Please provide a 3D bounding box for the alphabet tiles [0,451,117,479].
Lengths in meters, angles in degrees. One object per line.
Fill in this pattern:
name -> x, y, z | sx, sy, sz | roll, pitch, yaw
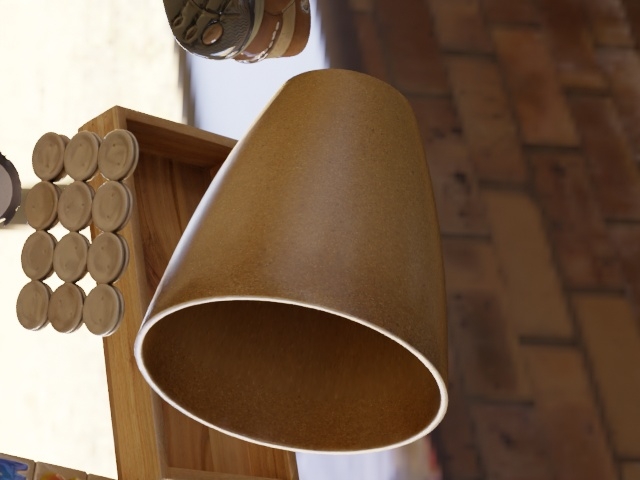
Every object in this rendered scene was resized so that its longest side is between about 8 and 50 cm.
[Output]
alphabet tiles -> -0.308, 0.339, 1.914 | 0.011, 0.342, 0.285 | 118, 162, -44

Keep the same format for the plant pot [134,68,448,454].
plant pot -> 0.000, 0.000, 1.464 | 0.237, 0.237, 0.254 | 115, 169, -58

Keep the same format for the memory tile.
memory tile -> -0.174, -0.006, 1.344 | 0.113, 0.012, 0.148 | 0, 82, 41

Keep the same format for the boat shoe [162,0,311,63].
boat shoe -> -0.089, -0.290, 1.662 | 0.122, 0.120, 0.324 | -34, 59, 39

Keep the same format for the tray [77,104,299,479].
tray -> -0.143, 0.074, 2.013 | 0.076, 0.203, 0.411 | -27, 63, 37

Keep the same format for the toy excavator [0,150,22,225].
toy excavator -> -0.528, -0.186, 2.100 | 0.433, 0.445, 0.222 | -49, 28, -12
